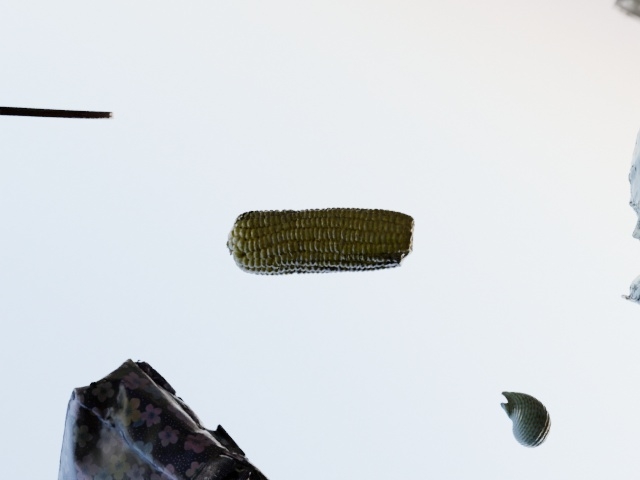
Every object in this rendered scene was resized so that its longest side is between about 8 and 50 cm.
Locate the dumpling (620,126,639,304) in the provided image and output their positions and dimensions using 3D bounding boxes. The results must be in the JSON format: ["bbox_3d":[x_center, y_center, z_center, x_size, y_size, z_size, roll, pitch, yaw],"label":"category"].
[{"bbox_3d":[0.261,-0.048,0.689,0.142,0.247,0.172,42,-179,22],"label":"dumpling"}]

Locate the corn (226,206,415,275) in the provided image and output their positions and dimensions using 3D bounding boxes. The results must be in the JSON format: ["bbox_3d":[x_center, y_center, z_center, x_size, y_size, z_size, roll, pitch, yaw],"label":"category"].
[{"bbox_3d":[0.000,0.000,1.295,0.203,0.072,0.072,-3,-167,11],"label":"corn"}]

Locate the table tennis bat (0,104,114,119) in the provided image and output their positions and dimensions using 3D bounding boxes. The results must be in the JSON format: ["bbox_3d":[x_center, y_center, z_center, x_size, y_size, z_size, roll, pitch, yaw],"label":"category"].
[{"bbox_3d":[-0.346,-0.136,1.267,0.274,0.021,0.154,-1,-172,-37],"label":"table tennis bat"}]

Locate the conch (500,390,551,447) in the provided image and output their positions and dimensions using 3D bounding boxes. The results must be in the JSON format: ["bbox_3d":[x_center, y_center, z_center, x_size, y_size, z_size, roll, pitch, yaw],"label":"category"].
[{"bbox_3d":[0.283,0.238,1.667,0.076,0.056,0.085,-79,-34,-68],"label":"conch"}]

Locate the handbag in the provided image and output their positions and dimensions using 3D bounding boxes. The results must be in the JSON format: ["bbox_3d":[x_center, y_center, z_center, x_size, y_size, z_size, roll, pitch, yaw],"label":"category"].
[{"bbox_3d":[-0.127,0.226,1.032,0.208,0.229,0.127,36,-140,25],"label":"handbag"}]
